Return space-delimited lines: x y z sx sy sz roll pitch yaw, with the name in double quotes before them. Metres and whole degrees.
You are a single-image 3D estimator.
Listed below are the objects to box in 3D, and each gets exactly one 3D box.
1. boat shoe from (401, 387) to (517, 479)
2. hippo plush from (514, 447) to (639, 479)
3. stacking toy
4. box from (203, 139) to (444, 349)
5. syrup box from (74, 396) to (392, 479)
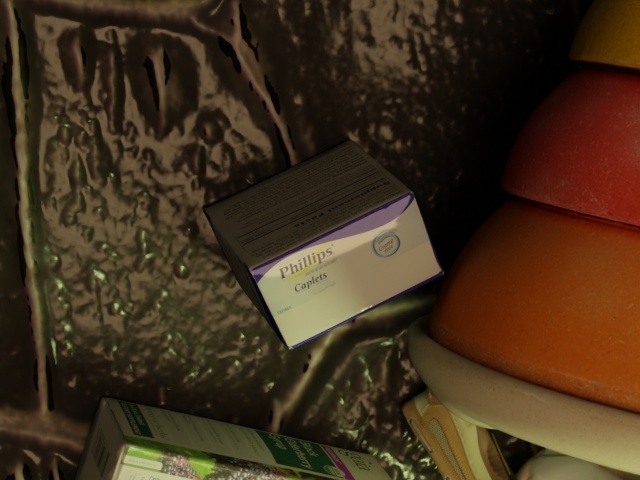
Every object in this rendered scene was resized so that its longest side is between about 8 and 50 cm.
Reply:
"boat shoe" 0.120 0.205 1.253 0.072 0.068 0.190 -25 74 10
"hippo plush" 0.297 0.292 1.273 0.294 0.236 0.234 37 94 -25
"stacking toy" 0.270 -0.086 1.099 0.351 0.350 0.480 8 98 -20
"box" 0.000 0.000 1.132 0.126 0.137 0.072 -26 115 -8
"syrup box" -0.060 0.200 1.207 0.237 0.093 0.096 14 103 -21
